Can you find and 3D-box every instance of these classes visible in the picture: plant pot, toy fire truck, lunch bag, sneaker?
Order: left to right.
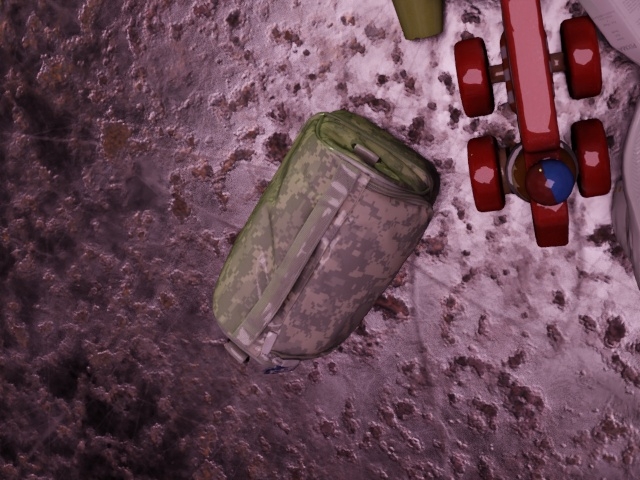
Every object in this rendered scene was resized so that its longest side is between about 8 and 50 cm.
[{"bbox_3d":[0.000,0.000,0.977,0.212,0.256,0.305,35,108,7],"label":"lunch bag"},{"bbox_3d":[0.128,-0.305,0.981,0.083,0.083,0.079,-8,110,17],"label":"plant pot"},{"bbox_3d":[0.248,-0.137,0.882,0.169,0.254,0.302,-7,99,17],"label":"toy fire truck"},{"bbox_3d":[0.392,-0.079,0.893,0.108,0.169,0.293,-4,116,8],"label":"sneaker"}]

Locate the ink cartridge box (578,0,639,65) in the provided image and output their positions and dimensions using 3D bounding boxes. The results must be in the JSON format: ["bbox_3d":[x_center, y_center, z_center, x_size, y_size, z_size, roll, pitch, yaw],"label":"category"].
[{"bbox_3d":[0.430,-0.270,0.887,0.181,0.056,0.225,-44,106,-8],"label":"ink cartridge box"}]
